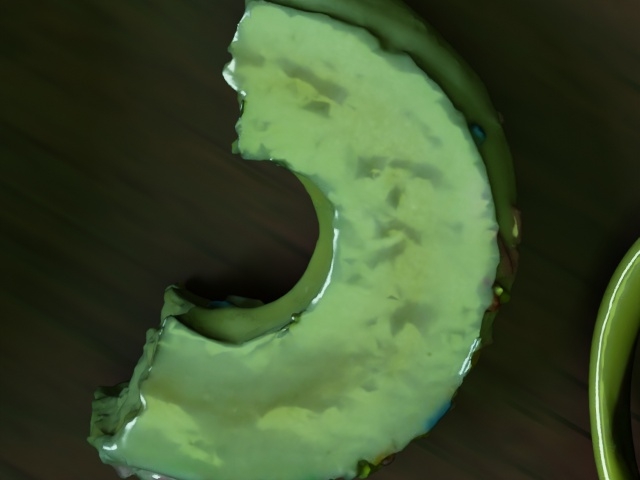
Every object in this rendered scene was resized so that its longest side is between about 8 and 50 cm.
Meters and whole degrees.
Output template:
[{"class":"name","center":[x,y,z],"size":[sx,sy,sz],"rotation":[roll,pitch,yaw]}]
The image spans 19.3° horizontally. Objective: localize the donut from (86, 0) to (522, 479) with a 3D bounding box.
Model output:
[{"class":"donut","center":[0.003,0.004,0.573],"size":[0.108,0.065,0.166],"rotation":[19,102,-6]}]

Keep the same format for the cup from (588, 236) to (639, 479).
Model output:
[{"class":"cup","center":[0.172,0.087,0.559],"size":[0.241,0.185,0.226],"rotation":[44,108,24]}]
